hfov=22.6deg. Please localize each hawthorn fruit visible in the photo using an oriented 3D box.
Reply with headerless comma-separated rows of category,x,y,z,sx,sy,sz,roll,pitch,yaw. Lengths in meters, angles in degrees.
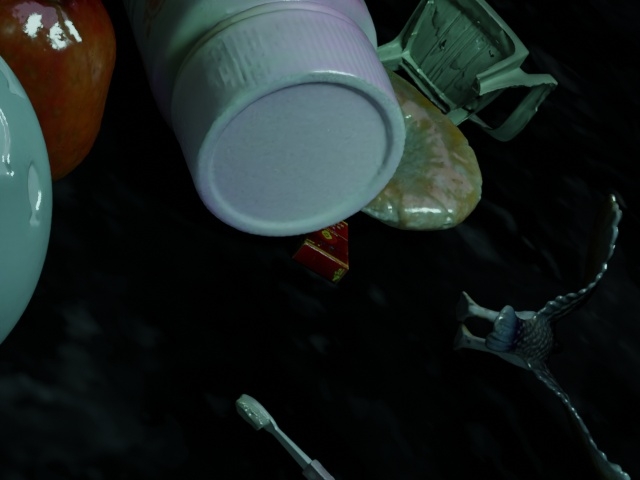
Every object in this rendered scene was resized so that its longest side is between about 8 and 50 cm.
hawthorn fruit,-0.234,-0.138,1.214,0.185,0.202,0.185,24,40,-21

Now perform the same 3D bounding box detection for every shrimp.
shrimp,0.041,-0.126,1.700,0.168,0.077,0.317,-29,64,-36

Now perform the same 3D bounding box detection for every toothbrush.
toothbrush,0.004,0.190,1.239,0.194,0.014,0.017,44,30,8

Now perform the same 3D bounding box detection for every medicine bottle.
medicine bottle,-0.065,-0.201,1.523,0.219,0.219,0.388,19,32,-36

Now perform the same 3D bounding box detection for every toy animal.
toy animal,0.208,0.085,1.558,0.160,0.273,0.197,11,-3,-17

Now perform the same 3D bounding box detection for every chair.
chair,0.142,-0.204,1.877,0.203,0.190,0.274,50,36,16

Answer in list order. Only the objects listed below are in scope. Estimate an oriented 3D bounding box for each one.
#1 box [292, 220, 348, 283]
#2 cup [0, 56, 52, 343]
box,0.000,0.000,1.520,0.051,0.023,0.082,30,28,-17
cup,-0.330,-0.066,0.894,0.274,0.259,0.357,0,64,-58
